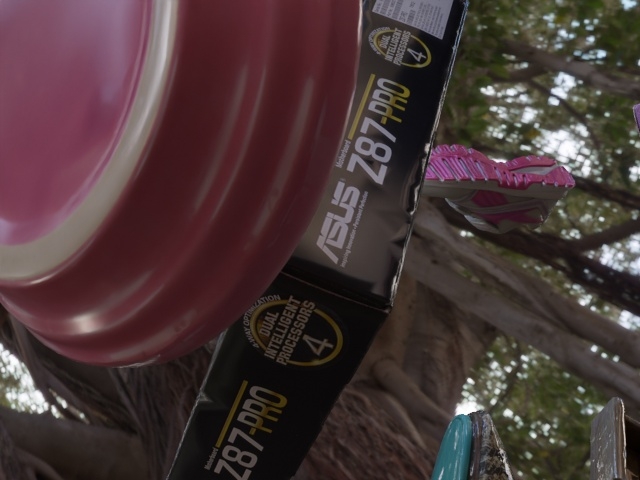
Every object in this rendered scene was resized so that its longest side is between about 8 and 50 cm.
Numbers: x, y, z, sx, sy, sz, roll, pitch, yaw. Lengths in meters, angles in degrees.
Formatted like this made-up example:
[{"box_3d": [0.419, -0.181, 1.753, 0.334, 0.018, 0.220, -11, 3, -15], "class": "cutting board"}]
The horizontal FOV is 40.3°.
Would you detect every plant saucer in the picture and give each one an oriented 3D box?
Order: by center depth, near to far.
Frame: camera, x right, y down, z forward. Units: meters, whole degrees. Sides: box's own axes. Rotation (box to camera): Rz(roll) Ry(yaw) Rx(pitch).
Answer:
[{"box_3d": [-0.127, -0.096, 0.495, 0.084, 0.332, 0.332, 11, -77, -48], "class": "plant saucer"}]

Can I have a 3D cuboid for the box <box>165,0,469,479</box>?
[{"box_3d": [0.000, 0.000, 0.716, 0.097, 0.395, 0.318, 21, -46, -2], "class": "box"}]

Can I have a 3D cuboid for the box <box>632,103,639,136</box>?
[{"box_3d": [0.611, -0.167, 1.272, 0.213, 0.242, 0.117, 2, -107, -58], "class": "box"}]

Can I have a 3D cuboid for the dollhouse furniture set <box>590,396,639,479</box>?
[{"box_3d": [0.358, 0.149, 0.717, 0.161, 0.212, 0.242, 28, -57, 1], "class": "dollhouse furniture set"}]

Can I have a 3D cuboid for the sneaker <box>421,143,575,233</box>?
[{"box_3d": [0.235, -0.063, 1.264, 0.252, 0.103, 0.111, 7, -56, -7], "class": "sneaker"}]

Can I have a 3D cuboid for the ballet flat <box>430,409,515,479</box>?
[{"box_3d": [0.140, 0.431, 0.916, 0.182, 0.164, 0.483, 24, -104, -1], "class": "ballet flat"}]
